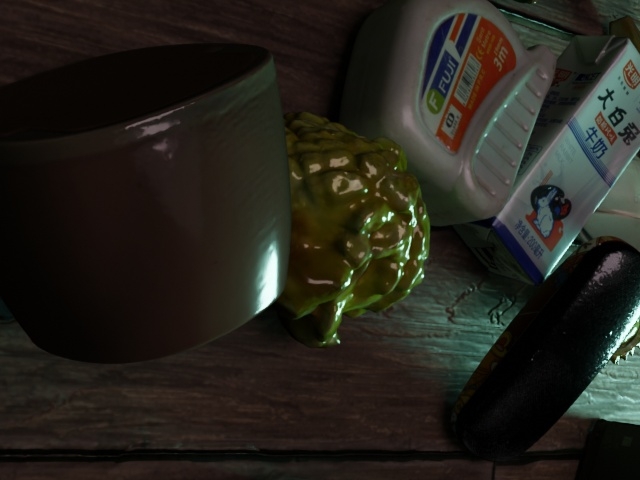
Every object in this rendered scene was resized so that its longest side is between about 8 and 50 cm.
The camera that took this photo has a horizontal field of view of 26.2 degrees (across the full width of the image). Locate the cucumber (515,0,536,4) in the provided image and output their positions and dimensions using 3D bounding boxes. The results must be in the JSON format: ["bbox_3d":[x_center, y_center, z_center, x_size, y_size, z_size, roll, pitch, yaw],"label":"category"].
[{"bbox_3d":[0.197,-0.404,1.699,0.077,0.077,0.265,-55,126,-29],"label":"cucumber"}]

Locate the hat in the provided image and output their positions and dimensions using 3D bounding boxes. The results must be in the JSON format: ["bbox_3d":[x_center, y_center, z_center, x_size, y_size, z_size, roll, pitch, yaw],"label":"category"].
[{"bbox_3d":[0.415,-0.045,1.822,0.219,0.226,0.164,16,95,-44],"label":"hat"}]

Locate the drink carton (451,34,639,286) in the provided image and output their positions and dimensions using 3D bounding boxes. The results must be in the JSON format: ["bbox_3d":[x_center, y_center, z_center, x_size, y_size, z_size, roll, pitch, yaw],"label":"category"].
[{"bbox_3d":[0.297,-0.106,1.726,0.315,0.106,0.130,-52,125,-16],"label":"drink carton"}]

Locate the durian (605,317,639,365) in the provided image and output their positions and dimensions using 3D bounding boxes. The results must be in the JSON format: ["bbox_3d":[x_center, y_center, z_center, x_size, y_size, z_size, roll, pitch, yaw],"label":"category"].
[{"bbox_3d":[0.345,0.107,1.807,0.208,0.102,0.146,-27,76,-38],"label":"durian"}]

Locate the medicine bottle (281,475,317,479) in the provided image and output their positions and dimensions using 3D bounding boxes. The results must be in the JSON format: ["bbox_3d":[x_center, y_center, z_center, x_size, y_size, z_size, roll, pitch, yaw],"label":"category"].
[{"bbox_3d":[-0.021,0.288,1.448,0.055,0.118,0.074,21,76,-41],"label":"medicine bottle"}]

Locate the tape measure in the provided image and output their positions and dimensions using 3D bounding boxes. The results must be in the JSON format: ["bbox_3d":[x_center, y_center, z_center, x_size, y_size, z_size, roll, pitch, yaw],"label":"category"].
[{"bbox_3d":[0.147,-0.164,1.613,0.265,0.130,0.258,39,61,-30],"label":"tape measure"}]

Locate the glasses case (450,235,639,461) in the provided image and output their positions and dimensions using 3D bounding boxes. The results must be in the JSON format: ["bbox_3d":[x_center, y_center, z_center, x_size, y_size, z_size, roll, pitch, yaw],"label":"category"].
[{"bbox_3d":[0.285,0.135,1.687,0.122,0.082,0.321,32,100,-33],"label":"glasses case"}]

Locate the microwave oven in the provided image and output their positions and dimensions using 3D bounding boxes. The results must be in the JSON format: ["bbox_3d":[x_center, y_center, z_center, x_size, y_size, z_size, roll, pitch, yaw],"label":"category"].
[{"bbox_3d":[0.487,0.359,1.853,0.188,0.247,0.178,33,71,-37],"label":"microwave oven"}]

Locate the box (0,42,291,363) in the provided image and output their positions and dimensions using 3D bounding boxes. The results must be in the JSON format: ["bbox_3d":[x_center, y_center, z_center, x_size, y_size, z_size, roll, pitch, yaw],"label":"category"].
[{"bbox_3d":[-0.164,-0.036,1.202,0.301,0.301,0.216,-30,115,-40],"label":"box"}]

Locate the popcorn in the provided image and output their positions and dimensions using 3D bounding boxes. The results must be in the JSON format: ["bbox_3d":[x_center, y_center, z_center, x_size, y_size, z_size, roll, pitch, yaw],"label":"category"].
[{"bbox_3d":[0.000,0.000,1.423,0.237,0.205,0.252,-13,117,-59],"label":"popcorn"}]

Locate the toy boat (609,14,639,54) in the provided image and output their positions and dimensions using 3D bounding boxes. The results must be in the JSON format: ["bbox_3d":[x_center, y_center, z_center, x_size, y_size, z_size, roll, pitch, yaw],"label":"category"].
[{"bbox_3d":[0.452,-0.234,1.949,0.172,0.065,0.066,61,30,-20],"label":"toy boat"}]
